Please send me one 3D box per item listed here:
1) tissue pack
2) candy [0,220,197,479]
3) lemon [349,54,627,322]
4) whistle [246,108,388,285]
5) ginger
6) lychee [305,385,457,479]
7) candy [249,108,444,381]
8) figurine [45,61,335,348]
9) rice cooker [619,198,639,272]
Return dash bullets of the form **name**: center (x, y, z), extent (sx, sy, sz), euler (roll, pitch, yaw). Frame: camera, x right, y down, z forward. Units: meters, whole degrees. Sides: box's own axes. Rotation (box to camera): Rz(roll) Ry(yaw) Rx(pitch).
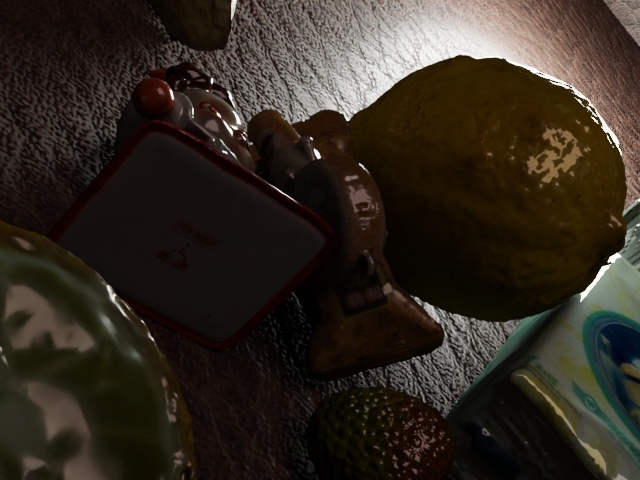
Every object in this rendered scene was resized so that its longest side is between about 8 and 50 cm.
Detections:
- **tissue pack**: center (0.304, 0.200, 1.078), extent (0.287, 0.162, 0.388), euler (51, 32, 4)
- **candy**: center (-0.186, 0.104, 0.543), extent (0.260, 0.118, 0.260), euler (30, 38, -27)
- **lemon**: center (0.163, -0.056, 1.073), extent (0.322, 0.268, 0.268), euler (30, 25, 23)
- **whistle**: center (-0.003, -0.041, 0.885), extent (0.057, 0.107, 0.220), euler (-8, 40, -28)
- **ginger**: center (-0.125, -0.279, 1.120), extent (0.122, 0.115, 0.193), euler (15, 54, -65)
- **lychee**: center (0.055, 0.179, 0.840), extent (0.146, 0.114, 0.114), euler (30, 29, 13)
- **candy**: center (0.000, 0.000, 0.962), extent (0.143, 0.101, 0.271), euler (-18, 63, -9)
- **figurine**: center (-0.108, -0.062, 0.875), extent (0.183, 0.160, 0.226), euler (33, 27, -27)
- **rice cooker**: center (0.504, 0.062, 1.403), extent (0.227, 0.241, 0.280), euler (43, 50, -6)
